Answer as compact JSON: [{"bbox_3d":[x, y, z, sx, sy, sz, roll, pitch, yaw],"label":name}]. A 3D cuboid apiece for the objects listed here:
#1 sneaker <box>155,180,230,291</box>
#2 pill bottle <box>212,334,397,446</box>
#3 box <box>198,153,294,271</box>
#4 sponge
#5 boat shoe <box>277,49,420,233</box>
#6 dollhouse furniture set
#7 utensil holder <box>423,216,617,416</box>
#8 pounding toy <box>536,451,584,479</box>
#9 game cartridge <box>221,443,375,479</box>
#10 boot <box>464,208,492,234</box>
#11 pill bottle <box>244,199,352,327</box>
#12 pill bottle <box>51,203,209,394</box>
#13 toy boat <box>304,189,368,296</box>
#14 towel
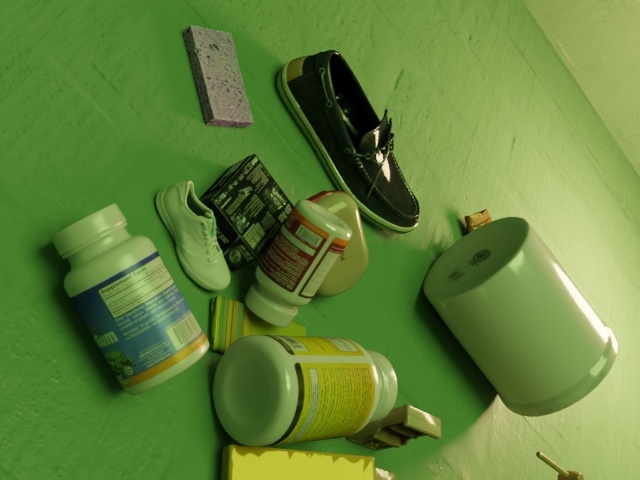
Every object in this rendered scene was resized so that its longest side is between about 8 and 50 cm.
[{"bbox_3d":[-0.212,-0.008,1.494,0.212,0.094,0.080,60,37,-8],"label":"sneaker"},{"bbox_3d":[-0.015,0.268,1.511,0.334,0.188,0.188,10,64,-47],"label":"pill bottle"},{"bbox_3d":[-0.148,-0.056,1.608,0.147,0.077,0.180,53,40,-17],"label":"box"},{"bbox_3d":[-0.210,-0.336,1.718,0.117,0.031,0.210,-2,73,-50],"label":"sponge"},{"bbox_3d":[0.098,-0.223,1.930,0.500,0.156,0.187,54,37,-17],"label":"boat shoe"},{"bbox_3d":[0.139,0.461,1.615,0.212,0.161,0.242,29,51,-38],"label":"dollhouse furniture set"},{"bbox_3d":[0.485,0.179,2.046,0.385,0.327,0.327,52,40,-16],"label":"utensil holder"},{"bbox_3d":[0.481,0.591,1.985,0.269,0.154,0.155,-5,75,-31],"label":"pounding toy"},{"bbox_3d":[-0.036,0.518,1.401,0.285,0.052,0.324,12,64,-24],"label":"game cartridge"},{"bbox_3d":[0.479,-0.013,2.331,0.197,0.073,0.152,-13,87,-49],"label":"boot"},{"bbox_3d":[-0.045,0.044,1.553,0.121,0.221,0.121,31,12,-8],"label":"pill bottle"},{"bbox_3d":[-0.300,0.087,1.294,0.152,0.152,0.272,-37,100,-52],"label":"pill bottle"},{"bbox_3d":[0.000,0.000,1.715,0.151,0.151,0.231,-28,123,-23],"label":"toy boat"},{"bbox_3d":[-0.116,0.183,1.575,0.237,0.021,0.102,25,59,-42],"label":"towel"}]
